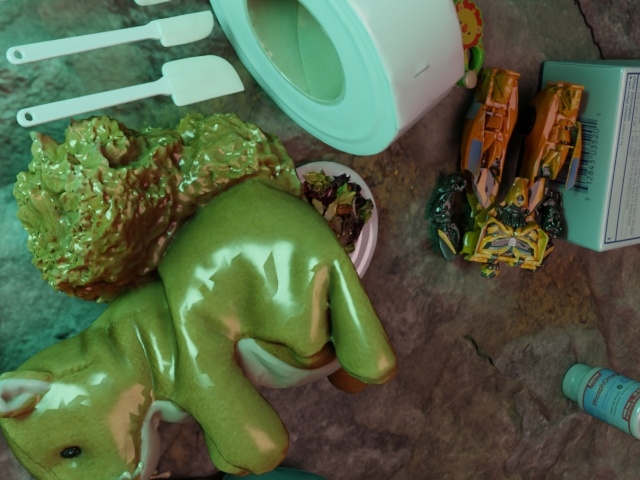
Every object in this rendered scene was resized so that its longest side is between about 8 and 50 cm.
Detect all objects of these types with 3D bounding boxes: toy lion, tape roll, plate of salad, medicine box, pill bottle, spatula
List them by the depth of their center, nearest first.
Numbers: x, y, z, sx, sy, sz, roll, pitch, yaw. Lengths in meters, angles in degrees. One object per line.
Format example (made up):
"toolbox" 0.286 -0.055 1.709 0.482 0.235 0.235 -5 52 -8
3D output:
"spatula" -0.203 -0.201 0.835 0.242 0.019 0.168 -21 91 -35
"tape roll" 0.007 -0.225 0.863 0.100 0.286 0.286 -41 124 -19
"plate of salad" 0.000 0.000 1.077 0.200 0.048 0.200 -11 110 -32
"toy lion" 0.191 -0.269 1.145 0.100 0.034 0.096 47 68 -36
"medicine box" 0.479 -0.142 1.312 0.289 0.149 0.263 -8 109 -34
"pill bottle" 0.494 0.267 1.441 0.087 0.160 0.087 -11 110 -33

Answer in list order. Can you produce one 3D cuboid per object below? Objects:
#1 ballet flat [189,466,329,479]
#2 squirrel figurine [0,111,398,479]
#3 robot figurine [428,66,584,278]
"ballet flat" -0.134 0.360 1.064 0.342 0.116 0.124 5 121 -36
"squirrel figurine" -0.164 0.068 0.876 0.370 0.281 0.397 -24 88 -6
"robot figurine" 0.268 -0.086 1.195 0.211 0.085 0.291 7 98 -15
